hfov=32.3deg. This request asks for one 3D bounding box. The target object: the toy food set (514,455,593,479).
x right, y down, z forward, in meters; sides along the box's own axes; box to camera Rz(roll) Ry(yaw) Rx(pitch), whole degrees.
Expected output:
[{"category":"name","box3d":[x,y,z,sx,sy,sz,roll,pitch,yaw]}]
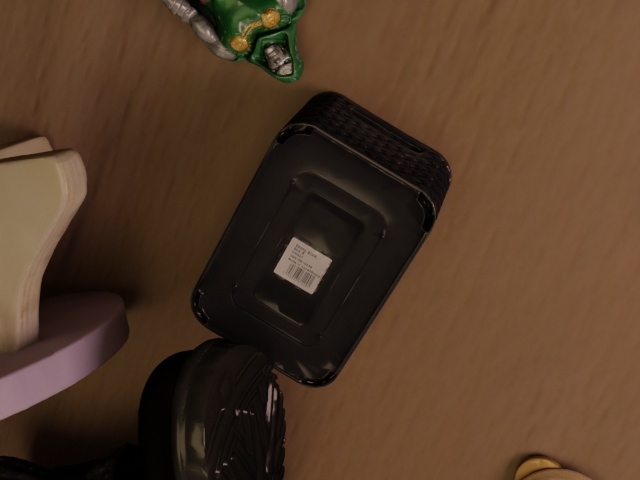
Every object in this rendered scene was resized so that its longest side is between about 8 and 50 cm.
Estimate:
[{"category":"toy food set","box3d":[0.188,0.213,0.873,0.083,0.020,0.082,17,116,7]}]

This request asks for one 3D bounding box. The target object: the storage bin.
[{"category":"storage bin","box3d":[0.000,0.000,0.798,0.122,0.084,0.180,31,116,0]}]

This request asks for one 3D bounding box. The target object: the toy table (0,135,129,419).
[{"category":"toy table","box3d":[-0.258,0.028,0.779,0.252,0.274,0.161,-8,103,14]}]

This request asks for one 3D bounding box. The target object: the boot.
[{"category":"boot","box3d":[-0.166,0.191,0.852,0.260,0.131,0.348,9,136,11]}]

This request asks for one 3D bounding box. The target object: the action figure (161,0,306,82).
[{"category":"action figure","box3d":[-0.088,-0.201,0.752,0.137,0.063,0.232,-37,103,22]}]
